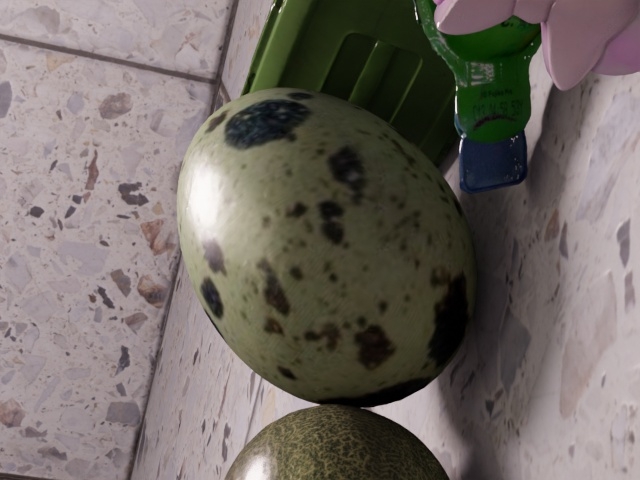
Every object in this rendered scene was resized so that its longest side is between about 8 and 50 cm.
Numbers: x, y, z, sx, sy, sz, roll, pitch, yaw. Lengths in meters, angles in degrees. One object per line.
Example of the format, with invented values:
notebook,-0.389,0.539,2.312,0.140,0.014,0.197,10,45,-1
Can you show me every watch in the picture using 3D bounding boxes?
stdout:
watch,0.216,-0.274,0.973,0.248,0.211,0.217,-61,4,31

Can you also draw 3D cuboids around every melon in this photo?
melon,0.022,0.310,1.135,0.248,0.249,0.329,115,151,-46

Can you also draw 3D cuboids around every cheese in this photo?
cheese,0.158,-0.206,1.125,0.083,0.204,0.320,12,108,48

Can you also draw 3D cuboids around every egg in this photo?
egg,0.000,0.000,1.265,0.379,0.288,0.287,53,146,18

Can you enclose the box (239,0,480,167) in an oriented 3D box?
box,0.061,-0.232,1.374,0.328,0.253,0.177,119,166,-49
